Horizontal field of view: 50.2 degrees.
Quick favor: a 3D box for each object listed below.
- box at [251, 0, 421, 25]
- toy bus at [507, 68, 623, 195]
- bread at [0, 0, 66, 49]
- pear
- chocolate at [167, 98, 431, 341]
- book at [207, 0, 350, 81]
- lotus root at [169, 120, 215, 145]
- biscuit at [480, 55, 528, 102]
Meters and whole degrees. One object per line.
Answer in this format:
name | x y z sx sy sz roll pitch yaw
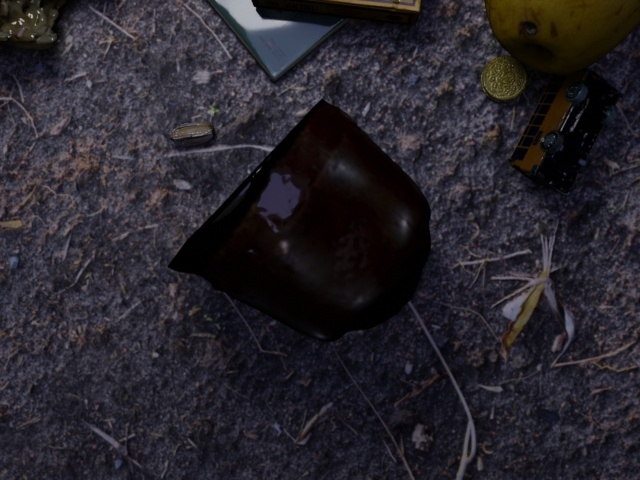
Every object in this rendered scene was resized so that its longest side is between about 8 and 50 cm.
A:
box | 0.035 -0.500 1.201 0.301 0.084 0.193 7 93 2
toy bus | 0.417 -0.189 1.187 0.098 0.114 0.201 26 92 -25
bread | -0.517 -0.528 1.223 0.314 0.191 0.370 -2 94 0
pear | 0.396 -0.415 1.109 0.280 0.281 0.281 0 90 4
chocolate | 0.000 0.000 1.126 0.331 0.383 0.384 44 93 -11
book | -0.024 -0.511 1.263 0.379 0.031 0.264 -38 87 3
lotus root | -0.238 -0.199 1.278 0.083 0.030 0.037 -8 60 2
biscuit | 0.334 -0.293 1.240 0.084 0.023 0.084 0 89 4
